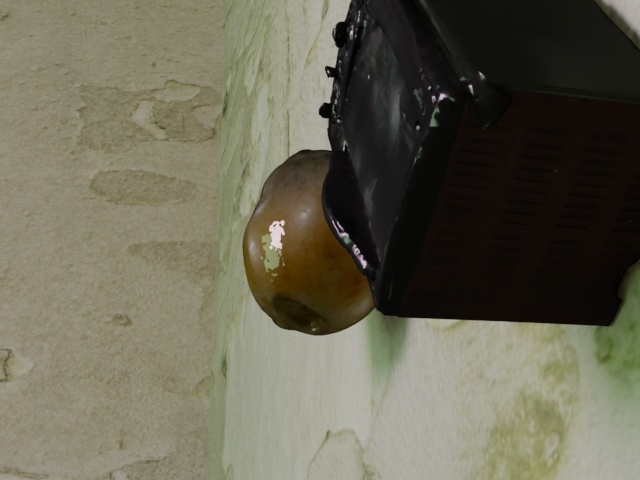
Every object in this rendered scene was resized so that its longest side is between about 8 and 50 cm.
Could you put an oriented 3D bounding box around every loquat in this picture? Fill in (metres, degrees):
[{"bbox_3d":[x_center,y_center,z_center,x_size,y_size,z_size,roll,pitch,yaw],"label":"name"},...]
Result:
[{"bbox_3d":[0.000,0.000,1.066,0.179,0.179,0.227,114,171,-52],"label":"loquat"}]

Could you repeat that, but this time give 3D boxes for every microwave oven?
[{"bbox_3d":[0.107,-0.081,0.640,0.247,0.188,0.178,-102,23,-52],"label":"microwave oven"}]
